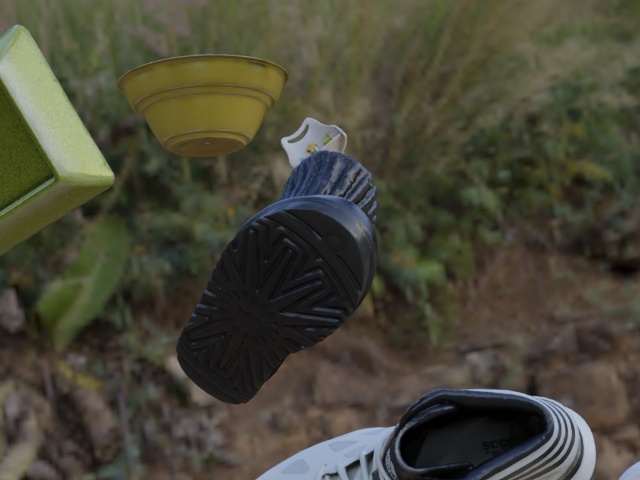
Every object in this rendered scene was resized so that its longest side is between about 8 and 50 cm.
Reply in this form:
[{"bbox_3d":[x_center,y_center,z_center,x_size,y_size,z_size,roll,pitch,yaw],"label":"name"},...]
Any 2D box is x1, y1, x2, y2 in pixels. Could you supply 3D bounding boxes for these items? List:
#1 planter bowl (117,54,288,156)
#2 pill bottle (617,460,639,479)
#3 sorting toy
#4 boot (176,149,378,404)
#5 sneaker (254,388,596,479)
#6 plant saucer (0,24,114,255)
[{"bbox_3d":[-0.145,-0.159,2.138,0.217,0.090,0.217,-4,-11,-1],"label":"planter bowl"},{"bbox_3d":[0.398,0.306,1.940,0.121,0.121,0.221,-13,-9,17],"label":"pill bottle"},{"bbox_3d":[-0.014,-0.129,2.297,0.083,0.075,0.045,-40,-30,-5],"label":"sorting toy"},{"bbox_3d":[-0.004,-0.002,1.711,0.260,0.131,0.348,-49,4,-38],"label":"boot"},{"bbox_3d":[0.064,0.249,1.875,0.447,0.169,0.257,-19,-25,14],"label":"sneaker"},{"bbox_3d":[-0.330,-0.093,1.723,0.188,0.188,0.045,-29,3,28],"label":"plant saucer"}]
